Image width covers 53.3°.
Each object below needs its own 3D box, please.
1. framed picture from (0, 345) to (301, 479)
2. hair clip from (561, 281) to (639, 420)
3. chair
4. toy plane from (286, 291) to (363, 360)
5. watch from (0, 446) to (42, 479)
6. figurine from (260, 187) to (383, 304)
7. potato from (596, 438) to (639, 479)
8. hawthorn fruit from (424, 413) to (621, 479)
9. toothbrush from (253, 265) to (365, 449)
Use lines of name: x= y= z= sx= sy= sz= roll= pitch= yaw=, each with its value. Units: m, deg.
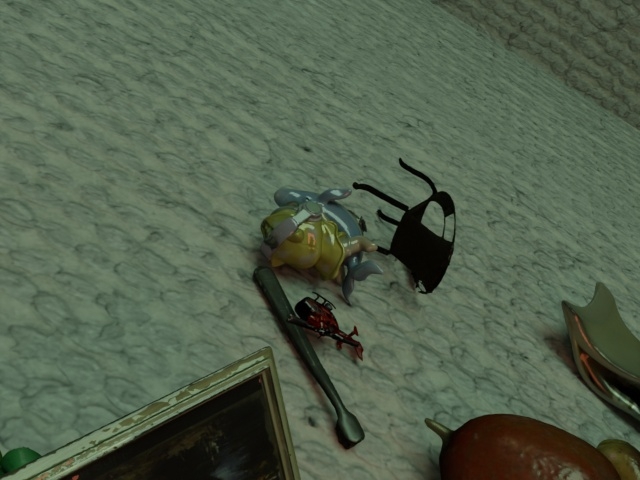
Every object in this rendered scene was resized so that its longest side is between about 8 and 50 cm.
framed picture: x=-0.133 y=0.246 z=0.516 sx=0.296 sy=0.232 sz=0.019 roll=-23 pitch=20 yaw=-33
hair clip: x=0.550 y=0.222 z=1.152 sx=0.172 sy=0.113 sz=0.282 roll=-14 pitch=52 yaw=-45
chair: x=0.154 y=-0.021 z=1.078 sx=0.213 sy=0.174 sz=0.149 roll=39 pitch=41 yaw=25
toy plane: x=0.010 y=0.120 z=0.898 sx=0.145 sy=0.037 sz=0.060 roll=36 pitch=24 yaw=-27
watch: x=-0.307 y=0.194 z=0.485 sx=0.165 sy=0.131 sz=0.152 roll=25 pitch=-7 yaw=-38
figurine: x=0.000 y=0.000 z=0.978 sx=0.208 sy=0.128 sz=0.184 roll=49 pitch=42 yaw=13
potato: x=0.460 y=0.372 z=0.925 sx=0.107 sy=0.080 sz=0.170 roll=53 pitch=15 yaw=-67
hawthorn fruit: x=0.231 y=0.300 z=0.780 sx=0.251 sy=0.199 sz=0.199 roll=31 pitch=36 yaw=18
toothbrush: x=-0.023 y=0.150 z=0.874 sx=0.030 sy=0.030 sz=0.297 roll=-7 pitch=52 yaw=-36
